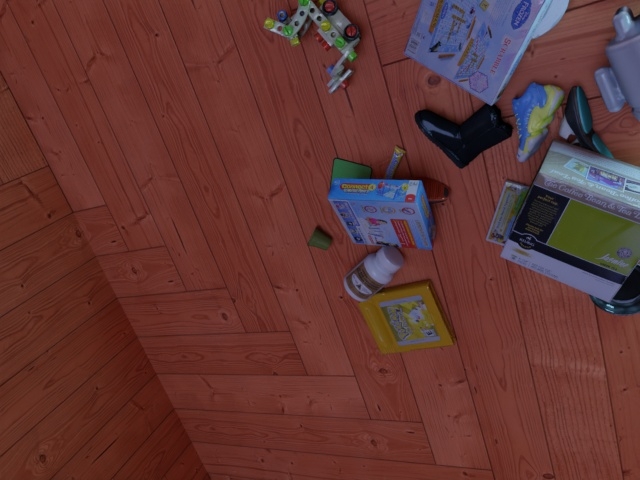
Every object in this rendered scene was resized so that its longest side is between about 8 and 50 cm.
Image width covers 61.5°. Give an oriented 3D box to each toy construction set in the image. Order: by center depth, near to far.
[{"bbox_3d":[0.001,-0.630,1.696,0.215,0.151,0.328,-41,103,12],"label":"toy construction set"}]

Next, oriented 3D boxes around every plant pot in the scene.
[{"bbox_3d":[0.000,0.000,2.101,0.079,0.083,0.083,26,126,-4],"label":"plant pot"}]

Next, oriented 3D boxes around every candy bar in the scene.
[{"bbox_3d":[0.249,-0.251,1.866,0.040,0.018,0.161,28,125,10],"label":"candy bar"}]

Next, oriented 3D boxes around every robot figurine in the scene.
[{"bbox_3d":[0.856,-0.435,1.345,0.300,0.200,0.353,-20,107,43],"label":"robot figurine"}]

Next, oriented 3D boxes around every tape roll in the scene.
[{"bbox_3d":[0.556,-0.658,1.452,0.219,0.072,0.219,12,120,20],"label":"tape roll"}]

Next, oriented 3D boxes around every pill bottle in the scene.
[{"bbox_3d":[0.202,0.120,2.026,0.131,0.131,0.229,44,127,-1],"label":"pill bottle"}]

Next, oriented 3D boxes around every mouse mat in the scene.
[{"bbox_3d":[0.107,-0.201,1.973,0.152,0.007,0.190,18,122,17],"label":"mouse mat"}]

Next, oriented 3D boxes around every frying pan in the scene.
[{"bbox_3d":[0.932,0.092,1.695,0.197,0.053,0.326,-15,107,32],"label":"frying pan"}]

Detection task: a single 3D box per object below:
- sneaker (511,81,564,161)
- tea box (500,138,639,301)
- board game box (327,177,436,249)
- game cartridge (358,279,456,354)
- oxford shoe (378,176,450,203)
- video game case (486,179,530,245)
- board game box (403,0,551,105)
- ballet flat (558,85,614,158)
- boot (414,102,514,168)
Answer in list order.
[{"bbox_3d":[0.617,-0.357,1.596,0.126,0.091,0.240,38,130,26],"label":"sneaker"},{"bbox_3d":[0.742,-0.060,1.531,0.329,0.220,0.323,25,136,16],"label":"tea box"},{"bbox_3d":[0.218,-0.088,1.836,0.302,0.086,0.308,4,152,24],"label":"board game box"},{"bbox_3d":[0.331,0.311,2.118,0.323,0.053,0.285,-16,108,32],"label":"game cartridge"},{"bbox_3d":[0.309,-0.156,1.859,0.271,0.097,0.098,5,148,16],"label":"oxford shoe"},{"bbox_3d":[0.673,-0.067,1.752,0.206,0.026,0.227,19,124,16],"label":"video game case"},{"bbox_3d":[0.418,-0.590,1.486,0.318,0.066,0.319,38,141,17],"label":"board game box"},{"bbox_3d":[0.747,-0.301,1.546,0.096,0.095,0.280,-17,108,45],"label":"ballet flat"},{"bbox_3d":[0.442,-0.362,1.657,0.246,0.094,0.207,43,131,-9],"label":"boot"}]
